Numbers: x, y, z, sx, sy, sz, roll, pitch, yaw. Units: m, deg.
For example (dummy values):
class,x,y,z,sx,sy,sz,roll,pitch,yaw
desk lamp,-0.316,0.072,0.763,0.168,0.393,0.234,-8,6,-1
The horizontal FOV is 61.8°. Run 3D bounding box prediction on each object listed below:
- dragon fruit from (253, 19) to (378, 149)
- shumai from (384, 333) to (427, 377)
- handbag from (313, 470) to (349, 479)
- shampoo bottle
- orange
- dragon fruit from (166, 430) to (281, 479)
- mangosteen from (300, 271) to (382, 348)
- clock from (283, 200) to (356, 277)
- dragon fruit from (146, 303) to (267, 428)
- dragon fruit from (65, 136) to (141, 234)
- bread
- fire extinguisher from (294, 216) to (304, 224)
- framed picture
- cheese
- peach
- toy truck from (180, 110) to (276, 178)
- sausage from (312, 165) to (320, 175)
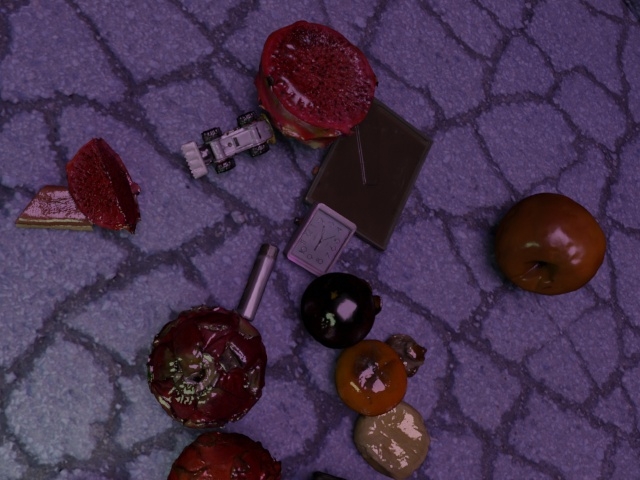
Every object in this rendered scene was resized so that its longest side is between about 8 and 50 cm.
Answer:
class,x,y,z,sx,sy,sz,roll,pitch,yaw
dragon fruit,-0.031,-0.445,1.616,0.371,0.249,0.386,-14,79,-26
shumai,0.267,0.358,1.662,0.146,0.116,0.145,2,82,-18
handbag,0.071,0.799,1.460,0.341,0.240,0.247,35,71,-10
shampoo bottle,-0.184,0.122,1.564,0.056,0.086,0.227,24,75,-15
orange,0.149,0.398,1.570,0.224,0.170,0.224,-1,61,2
dragon fruit,-0.237,0.631,1.357,0.302,0.295,0.295,31,71,18
mangosteen,0.068,0.196,1.582,0.265,0.228,0.228,-23,89,-49
clock,0.000,0.000,1.627,0.150,0.063,0.197,32,90,-16
dragon fruit,-0.289,0.323,1.384,0.329,0.329,0.329,3,80,-18
dragon fruit,-0.585,-0.134,1.464,0.126,0.161,0.274,-19,97,8
bread,-0.706,-0.087,1.433,0.192,0.067,0.119,5,88,-17
fire extinguisher,-0.039,-0.055,1.674,0.083,0.028,0.022,15,44,-16
framed picture,0.168,-0.235,1.751,0.326,0.028,0.446,33,72,-19
cheese,0.219,0.589,1.613,0.226,0.117,0.214,48,64,-1
peach,0.766,0.008,1.787,0.343,0.343,0.301,44,48,-7
toy truck,-0.271,-0.284,1.591,0.286,0.111,0.136,-27,106,-18
sausage,0.013,-0.209,1.712,0.083,0.034,0.034,27,74,-15
